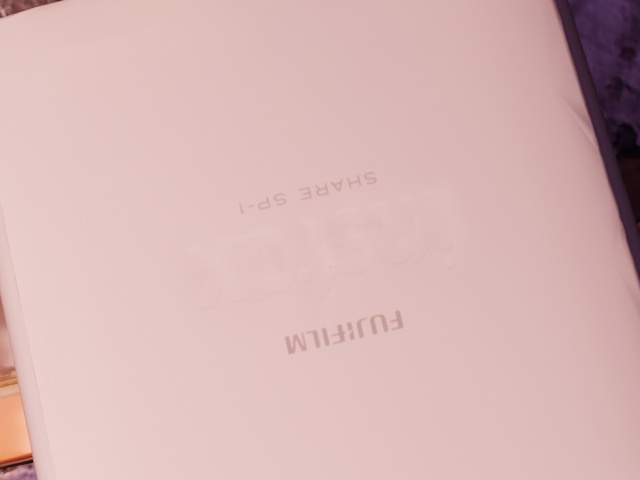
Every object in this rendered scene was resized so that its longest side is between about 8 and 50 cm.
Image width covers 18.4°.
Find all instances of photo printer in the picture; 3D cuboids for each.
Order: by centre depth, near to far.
[{"bbox_3d":[0.006,0.037,0.781,0.256,0.107,0.307,-13,72,-2],"label":"photo printer"}]

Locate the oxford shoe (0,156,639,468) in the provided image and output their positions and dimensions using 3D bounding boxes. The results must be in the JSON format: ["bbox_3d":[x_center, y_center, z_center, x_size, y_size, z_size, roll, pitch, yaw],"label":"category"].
[{"bbox_3d":[0.000,0.000,0.902,0.364,0.130,0.132,-14,84,-9],"label":"oxford shoe"}]
